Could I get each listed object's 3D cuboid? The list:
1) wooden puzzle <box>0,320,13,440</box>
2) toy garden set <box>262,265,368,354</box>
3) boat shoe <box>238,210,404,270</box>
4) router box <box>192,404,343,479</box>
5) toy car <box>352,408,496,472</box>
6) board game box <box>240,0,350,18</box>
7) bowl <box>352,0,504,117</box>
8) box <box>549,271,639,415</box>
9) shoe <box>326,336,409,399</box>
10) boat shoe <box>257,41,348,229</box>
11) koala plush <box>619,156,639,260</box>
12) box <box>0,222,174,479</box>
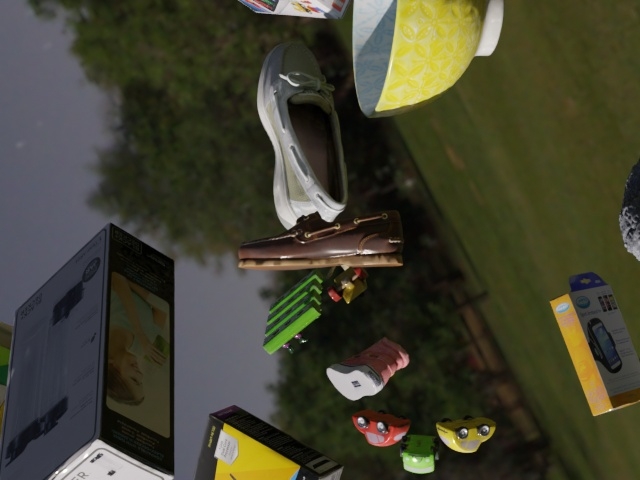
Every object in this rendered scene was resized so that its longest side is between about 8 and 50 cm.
[{"bbox_3d":[-0.421,0.205,1.857,0.044,0.221,0.239,107,-172,-52],"label":"wooden puzzle"},{"bbox_3d":[0.001,0.098,2.498,0.049,0.204,0.244,49,-170,-10],"label":"toy garden set"},{"bbox_3d":[0.000,0.000,1.821,0.073,0.207,0.073,16,-109,-81],"label":"boat shoe"},{"bbox_3d":[-0.063,0.264,1.404,0.133,0.179,0.046,25,-158,28],"label":"router box"},{"bbox_3d":[0.162,0.330,2.398,0.225,0.239,0.053,-52,-36,-78],"label":"toy car"},{"bbox_3d":[-0.124,-0.381,1.908,0.305,0.053,0.193,30,171,-39],"label":"board game box"},{"bbox_3d":[0.142,-0.295,1.878,0.289,0.156,0.289,-178,90,-80],"label":"bowl"},{"bbox_3d":[0.273,0.099,1.458,0.081,0.028,0.136,-6,-109,-49],"label":"box"},{"bbox_3d":[0.075,0.198,2.307,0.063,0.081,0.178,54,160,-6],"label":"shoe"},{"bbox_3d":[-0.016,-0.160,2.163,0.118,0.103,0.320,16,-125,-31],"label":"boat shoe"},{"bbox_3d":[0.421,-0.007,1.486,0.221,0.203,0.196,45,-160,-47],"label":"koala plush"},{"bbox_3d":[-0.223,0.142,1.426,0.087,0.169,0.290,33,-150,-29],"label":"box"}]
